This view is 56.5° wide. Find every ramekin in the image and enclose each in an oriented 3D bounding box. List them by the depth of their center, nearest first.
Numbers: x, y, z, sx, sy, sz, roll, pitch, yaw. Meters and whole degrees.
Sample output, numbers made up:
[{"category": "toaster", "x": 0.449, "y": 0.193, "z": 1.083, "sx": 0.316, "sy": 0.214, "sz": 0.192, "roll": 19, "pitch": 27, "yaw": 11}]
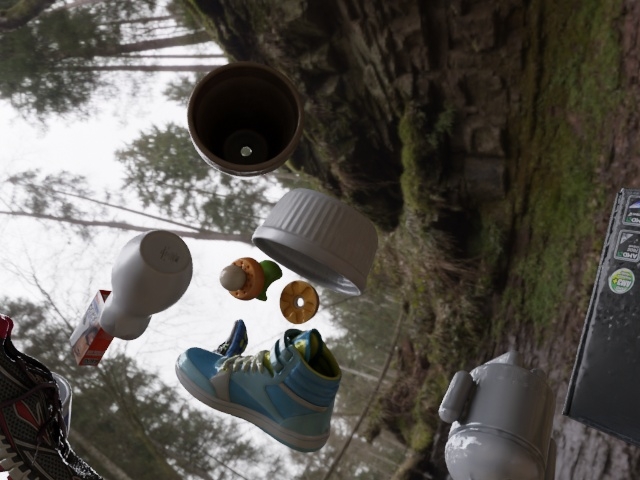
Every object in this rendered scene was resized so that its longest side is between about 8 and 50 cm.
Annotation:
[{"category": "ramekin", "x": 0.000, "y": 0.000, "z": 1.008, "sx": 0.207, "sy": 0.207, "sz": 0.109, "roll": 42, "pitch": -109, "yaw": -47}]

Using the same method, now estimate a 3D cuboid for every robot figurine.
[{"category": "robot figurine", "x": 0.384, "y": 0.406, "z": 1.271, "sx": 0.300, "sy": 0.200, "sz": 0.353, "roll": 34, "pitch": -131, "yaw": -4}]

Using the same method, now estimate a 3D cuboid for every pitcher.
[{"category": "pitcher", "x": -0.291, "y": 0.053, "z": 1.017, "sx": 0.125, "sy": 0.207, "sz": 0.178, "roll": 25, "pitch": -133, "yaw": -19}]

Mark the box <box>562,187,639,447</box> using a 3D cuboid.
[{"category": "box", "x": 0.276, "y": 0.064, "z": 0.396, "sx": 0.045, "sy": 0.190, "sz": 0.184, "roll": 17, "pitch": -91, "yaw": -37}]

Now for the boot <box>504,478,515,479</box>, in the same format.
[{"category": "boot", "x": 0.216, "y": 0.451, "z": 0.996, "sx": 0.258, "sy": 0.123, "sz": 0.095, "roll": -43, "pitch": -47, "yaw": 9}]

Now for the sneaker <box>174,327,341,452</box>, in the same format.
[{"category": "sneaker", "x": -0.103, "y": 0.220, "z": 1.074, "sx": 0.127, "sy": 0.318, "sz": 0.208, "roll": -41, "pitch": -28, "yaw": -67}]

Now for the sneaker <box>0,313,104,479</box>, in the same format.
[{"category": "sneaker", "x": -0.381, "y": 0.235, "z": 0.783, "sx": 0.112, "sy": 0.121, "sz": 0.299, "roll": -38, "pitch": -79, "yaw": -17}]

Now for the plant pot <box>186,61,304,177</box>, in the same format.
[{"category": "plant pot", "x": -0.178, "y": -0.254, "z": 1.415, "sx": 0.263, "sy": 0.263, "sz": 0.229, "roll": -64, "pitch": 1, "yaw": -15}]

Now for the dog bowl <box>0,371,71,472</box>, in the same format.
[{"category": "dog bowl", "x": -0.690, "y": 0.386, "z": 1.308, "sx": 0.264, "sy": 0.264, "sz": 0.104, "roll": -9, "pitch": -67, "yaw": -48}]

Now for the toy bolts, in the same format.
[{"category": "toy bolts", "x": -0.096, "y": 0.064, "z": 1.325, "sx": 0.158, "sy": 0.218, "sz": 0.229, "roll": 12, "pitch": -69, "yaw": -60}]

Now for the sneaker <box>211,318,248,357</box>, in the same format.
[{"category": "sneaker", "x": -0.217, "y": 0.250, "z": 1.337, "sx": 0.067, "sy": 0.078, "sz": 0.188, "roll": 75, "pitch": -152, "yaw": -44}]

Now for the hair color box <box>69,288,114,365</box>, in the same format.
[{"category": "hair color box", "x": -0.536, "y": 0.210, "z": 1.432, "sx": 0.053, "sy": 0.093, "sz": 0.167, "roll": 14, "pitch": -62, "yaw": -45}]
